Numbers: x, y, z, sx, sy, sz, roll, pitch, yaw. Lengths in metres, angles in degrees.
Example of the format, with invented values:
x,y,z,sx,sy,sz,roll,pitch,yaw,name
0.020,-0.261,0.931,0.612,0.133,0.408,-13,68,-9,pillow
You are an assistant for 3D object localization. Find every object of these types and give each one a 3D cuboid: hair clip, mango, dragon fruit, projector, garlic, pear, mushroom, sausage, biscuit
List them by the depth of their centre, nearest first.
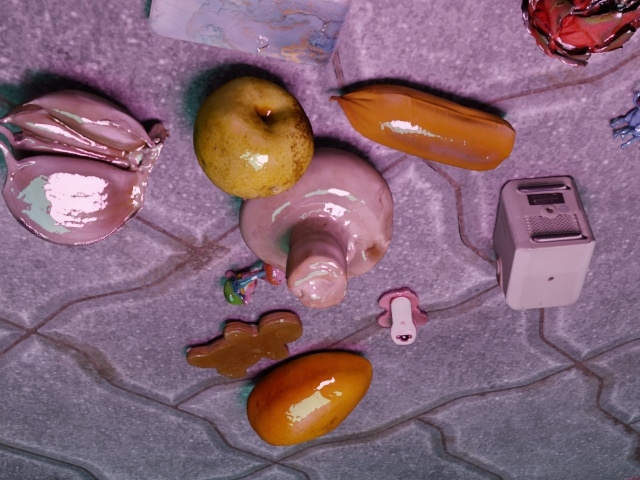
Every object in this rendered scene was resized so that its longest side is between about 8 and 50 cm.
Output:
x,y,z,sx,sy,sz,roll,pitch,yaw,name
0.380,-0.341,1.104,0.188,0.182,0.182,-23,139,33,dragon fruit
-0.112,-0.157,1.262,0.197,0.197,0.197,-3,142,-2,pear
-0.397,-0.121,1.270,0.291,0.210,0.237,4,148,-25,garlic
0.173,-0.195,1.322,0.328,0.112,0.112,13,138,-18,sausage
0.000,0.000,1.393,0.292,0.290,0.293,-1,137,-1,mushroom
0.435,0.014,1.551,0.163,0.177,0.243,-5,140,3,projector
0.188,0.164,1.829,0.123,0.102,0.138,-11,109,4,hair clip
-0.166,0.245,1.877,0.301,0.049,0.196,-32,139,30,biscuit
-0.024,0.392,1.972,0.350,0.201,0.199,-31,164,18,mango

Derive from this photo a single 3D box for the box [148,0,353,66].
x,y,z,sx,sy,sz,roll,pitch,yaw,name
-0.103,-0.341,1.154,0.285,0.044,0.142,8,136,-16,box

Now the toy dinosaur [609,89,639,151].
x,y,z,sx,sy,sz,roll,pitch,yaw,name
0.565,-0.208,1.394,0.080,0.045,0.197,-27,145,7,toy dinosaur

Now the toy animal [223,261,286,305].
x,y,z,sx,sy,sz,roll,pitch,yaw,name
-0.118,0.079,1.632,0.208,0.100,0.103,-13,-179,29,toy animal
